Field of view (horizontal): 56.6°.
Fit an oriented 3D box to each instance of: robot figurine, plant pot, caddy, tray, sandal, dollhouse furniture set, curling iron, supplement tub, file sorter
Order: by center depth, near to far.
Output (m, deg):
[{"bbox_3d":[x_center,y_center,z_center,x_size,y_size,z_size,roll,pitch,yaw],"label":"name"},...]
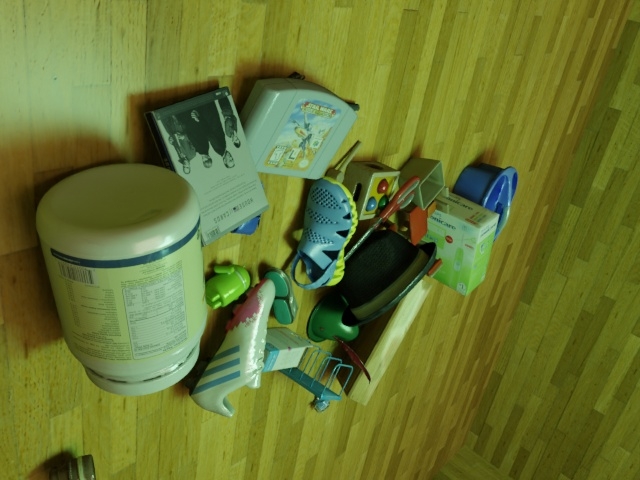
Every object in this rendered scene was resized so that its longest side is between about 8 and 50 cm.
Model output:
[{"bbox_3d":[-0.305,0.066,0.960,0.235,0.235,0.325,-29,137,-39],"label":"supplement tub"},{"bbox_3d":[-0.201,0.097,1.282,0.115,0.067,0.101,-38,143,-31],"label":"robot figurine"},{"bbox_3d":[0.011,-0.305,1.285,0.274,0.035,0.068,0,115,-53],"label":"curling iron"},{"bbox_3d":[0.000,0.000,1.422,0.138,0.126,0.317,-32,136,-44],"label":"sandal"},{"bbox_3d":[-0.014,0.353,1.644,0.118,0.170,0.104,30,86,-57],"label":"file sorter"},{"bbox_3d":[0.281,-0.173,1.699,0.109,0.096,0.109,-48,145,-20],"label":"plant pot"},{"bbox_3d":[0.300,-0.017,1.809,0.262,0.135,0.259,-44,144,-24],"label":"dollhouse furniture set"},{"bbox_3d":[0.187,0.285,1.848,0.411,0.076,0.203,-62,-169,1],"label":"tray"},{"bbox_3d":[0.573,-0.109,2.071,0.241,0.179,0.341,-16,127,-46],"label":"caddy"}]

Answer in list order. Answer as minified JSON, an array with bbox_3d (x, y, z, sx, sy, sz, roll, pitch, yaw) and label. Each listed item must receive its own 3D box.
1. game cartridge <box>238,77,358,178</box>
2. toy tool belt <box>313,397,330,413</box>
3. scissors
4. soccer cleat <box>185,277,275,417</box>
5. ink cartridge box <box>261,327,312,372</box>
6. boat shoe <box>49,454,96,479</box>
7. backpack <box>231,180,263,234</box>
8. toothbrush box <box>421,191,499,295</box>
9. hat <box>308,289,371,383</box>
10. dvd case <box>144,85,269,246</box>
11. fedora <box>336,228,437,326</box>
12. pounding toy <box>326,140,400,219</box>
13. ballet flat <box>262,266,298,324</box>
[{"bbox_3d":[-0.049,-0.225,1.213,0.297,0.062,0.198,-1,134,-53],"label":"game cartridge"},{"bbox_3d":[0.010,0.512,1.907,0.083,0.052,0.051,-47,154,-20],"label":"toy tool belt"},{"bbox_3d":[0.151,-0.057,1.522,0.297,0.021,0.109,-41,160,-19],"label":"scissors"},{"bbox_3d":[-0.169,0.248,1.355,0.331,0.143,0.116,-58,175,3],"label":"soccer cleat"},{"bbox_3d":[-0.115,0.272,1.500,0.181,0.104,0.062,7,109,-55],"label":"ink cartridge box"},{"bbox_3d":[-0.502,0.532,1.212,0.095,0.095,0.258,-9,126,-23],"label":"boat shoe"},{"bbox_3d":[-0.161,-0.075,1.174,0.098,0.101,0.120,4,108,-62],"label":"backpack"},{"bbox_3d":[0.449,0.009,1.968,0.122,0.206,0.283,-32,139,-36],"label":"toothbrush box"},{"bbox_3d":[0.090,0.265,1.699,0.173,0.183,0.208,-53,147,-10],"label":"hat"},{"bbox_3d":[-0.189,-0.132,1.042,0.179,0.029,0.239,-35,115,-46],"label":"dvd case"},{"bbox_3d":[0.145,0.077,1.590,0.334,0.152,0.334,-43,-174,6],"label":"fedora"},{"bbox_3d":[0.109,-0.148,1.487,0.206,0.094,0.181,-11,124,-50],"label":"pounding toy"},{"bbox_3d":[-0.097,0.122,1.461,0.213,0.072,0.068,82,21,-45],"label":"ballet flat"}]
